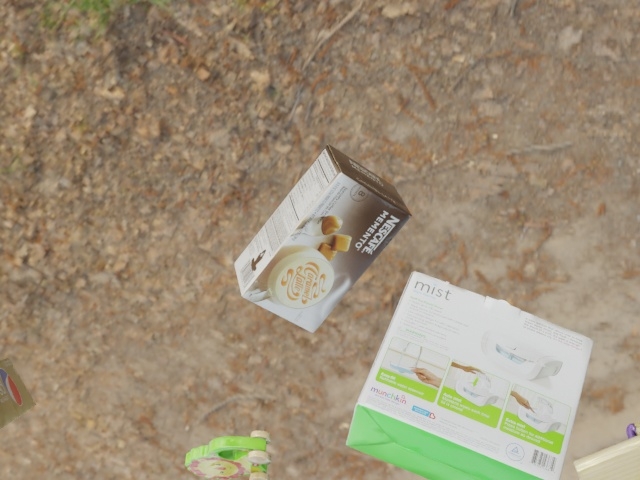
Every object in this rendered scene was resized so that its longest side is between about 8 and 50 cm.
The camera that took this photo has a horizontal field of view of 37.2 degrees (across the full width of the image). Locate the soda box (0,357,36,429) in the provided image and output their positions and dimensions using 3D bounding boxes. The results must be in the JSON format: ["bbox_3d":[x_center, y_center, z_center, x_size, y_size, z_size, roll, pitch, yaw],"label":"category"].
[{"bbox_3d":[-0.311,0.150,0.855,0.061,0.181,0.058,-30,91,-7],"label":"soda box"}]

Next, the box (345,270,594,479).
[{"bbox_3d":[0.198,0.197,1.252,0.262,0.231,0.126,20,142,8],"label":"box"}]

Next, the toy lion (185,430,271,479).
[{"bbox_3d":[-0.103,0.243,1.059,0.096,0.034,0.100,4,145,-1],"label":"toy lion"}]

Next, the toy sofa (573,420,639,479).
[{"bbox_3d":[0.645,0.546,1.876,0.150,0.177,0.362,-28,113,17],"label":"toy sofa"}]

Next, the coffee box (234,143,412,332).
[{"bbox_3d":[0.000,0.000,1.437,0.141,0.098,0.246,30,110,-27],"label":"coffee box"}]
